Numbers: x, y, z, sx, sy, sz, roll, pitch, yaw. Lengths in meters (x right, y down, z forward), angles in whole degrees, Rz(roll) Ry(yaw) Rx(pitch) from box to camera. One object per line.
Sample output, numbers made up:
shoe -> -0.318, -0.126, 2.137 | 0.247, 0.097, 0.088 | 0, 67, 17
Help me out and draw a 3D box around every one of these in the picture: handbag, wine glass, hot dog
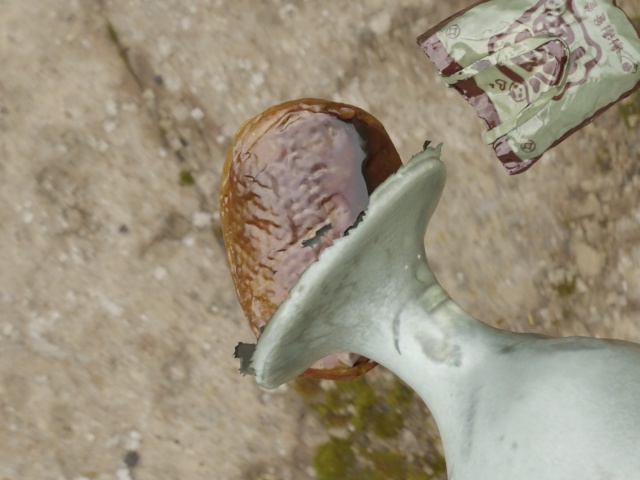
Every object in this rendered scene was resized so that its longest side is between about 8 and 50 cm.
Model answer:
handbag -> 0.263, -0.216, 1.710 | 0.235, 0.127, 0.213 | -34, 91, 8
wine glass -> 0.136, 0.117, 0.799 | 0.357, 0.190, 0.190 | 39, 85, 15
hot dog -> 0.003, 0.000, 1.188 | 0.160, 0.099, 0.227 | -5, 90, -8
